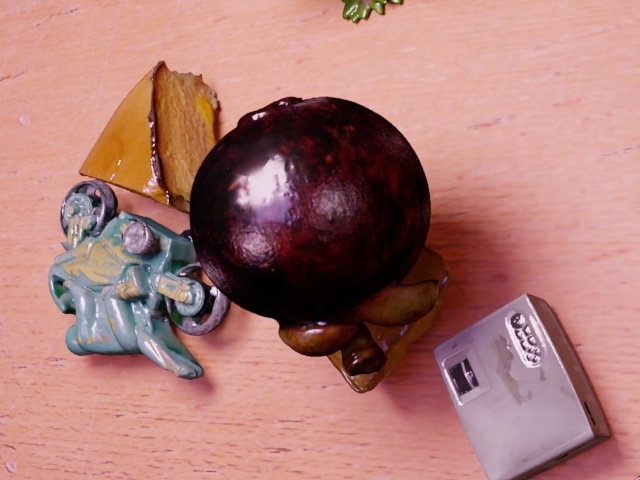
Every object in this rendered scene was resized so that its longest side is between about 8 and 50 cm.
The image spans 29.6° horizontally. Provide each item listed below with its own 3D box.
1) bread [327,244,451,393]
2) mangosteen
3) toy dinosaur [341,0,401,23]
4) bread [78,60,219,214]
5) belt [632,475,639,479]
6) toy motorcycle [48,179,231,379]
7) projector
[{"bbox_3d":[0.037,0.031,1.245,0.161,0.088,0.233,-48,56,10],"label":"bread"},{"bbox_3d":[0.000,0.000,1.105,0.228,0.228,0.265,-17,98,29],"label":"mangosteen"},{"bbox_3d":[0.008,-0.333,1.289,0.194,0.177,0.152,-12,74,29],"label":"toy dinosaur"},{"bbox_3d":[-0.161,-0.099,1.376,0.160,0.140,0.169,39,101,39],"label":"bread"},{"bbox_3d":[0.329,0.273,0.939,0.338,0.122,0.217,-32,62,7],"label":"belt"},{"bbox_3d":[-0.228,0.057,1.401,0.296,0.109,0.198,26,96,36],"label":"toy motorcycle"},{"bbox_3d":[0.188,0.141,1.133,0.115,0.061,0.147,-32,63,22],"label":"projector"}]
